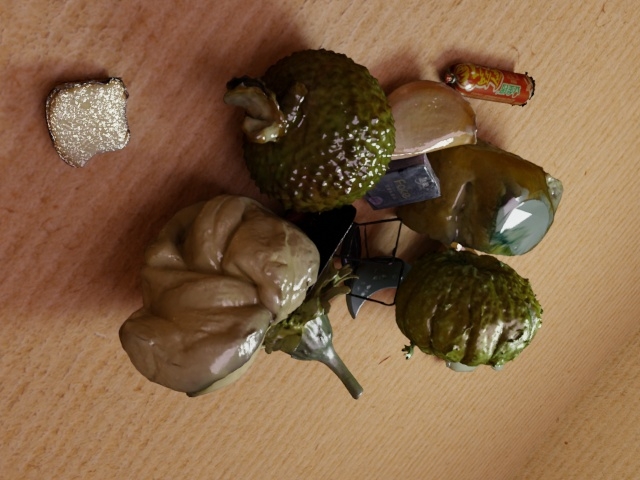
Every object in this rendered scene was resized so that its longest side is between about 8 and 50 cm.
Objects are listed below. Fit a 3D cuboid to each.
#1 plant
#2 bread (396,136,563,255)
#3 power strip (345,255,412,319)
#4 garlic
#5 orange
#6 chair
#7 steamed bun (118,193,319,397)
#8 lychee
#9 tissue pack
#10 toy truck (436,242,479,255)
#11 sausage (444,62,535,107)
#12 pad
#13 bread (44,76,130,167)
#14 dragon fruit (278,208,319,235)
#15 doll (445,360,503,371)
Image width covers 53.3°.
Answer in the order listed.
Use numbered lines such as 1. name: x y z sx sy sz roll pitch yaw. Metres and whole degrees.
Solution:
1. plant: -0.022 0.152 1.270 0.297 0.306 0.261 20 68 -17
2. bread: 0.404 -0.086 1.468 0.395 0.264 0.239 6 113 -41
3. power strip: 0.160 0.101 1.511 0.216 0.044 0.137 -13 98 -13
4. garlic: 0.186 -0.223 1.248 0.244 0.164 0.145 -20 144 -19
5. orange: 0.307 0.133 1.323 0.300 0.301 0.223 -43 141 -62
6. chair: 0.064 0.038 1.399 0.145 0.221 0.140 -71 159 -45
7. steamed bun: -0.173 0.066 1.047 0.372 0.324 0.230 -46 114 -21
8. lychee: -0.005 -0.179 1.055 0.270 0.270 0.320 -45 175 -2
9. tissue pack: 0.160 -0.122 1.327 0.156 0.051 0.112 -13 144 23
10. toy truck: 0.341 0.140 1.594 0.204 0.288 0.212 19 120 -45
11. sausage: 0.354 -0.335 1.369 0.264 0.083 0.083 -4 123 -38
12. pad: 0.000 0.000 1.180 0.004 0.267 0.181 30 97 -12
13. bread: -0.340 -0.177 0.931 0.126 0.044 0.129 -25 132 -34
14. dragon fruit: -0.077 0.000 1.243 0.092 0.122 0.192 39 95 -22
15. doll: 0.463 0.344 1.972 0.275 0.113 0.155 7 107 -35
